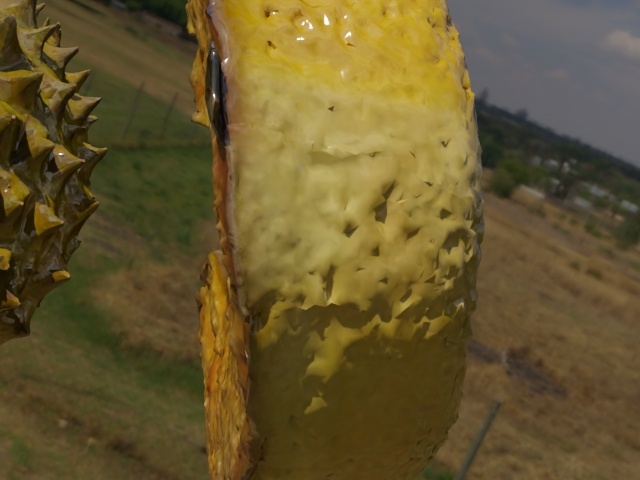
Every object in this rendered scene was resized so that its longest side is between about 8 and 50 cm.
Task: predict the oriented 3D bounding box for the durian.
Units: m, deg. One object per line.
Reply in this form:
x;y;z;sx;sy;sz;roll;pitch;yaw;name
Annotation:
-0.189;-0.042;0.386;0.183;0.250;0.138;-3;-33;8;durian

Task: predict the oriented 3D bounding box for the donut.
0.000;0.000;0.666;0.163;0.435;0.378;-2;23;-8;donut
